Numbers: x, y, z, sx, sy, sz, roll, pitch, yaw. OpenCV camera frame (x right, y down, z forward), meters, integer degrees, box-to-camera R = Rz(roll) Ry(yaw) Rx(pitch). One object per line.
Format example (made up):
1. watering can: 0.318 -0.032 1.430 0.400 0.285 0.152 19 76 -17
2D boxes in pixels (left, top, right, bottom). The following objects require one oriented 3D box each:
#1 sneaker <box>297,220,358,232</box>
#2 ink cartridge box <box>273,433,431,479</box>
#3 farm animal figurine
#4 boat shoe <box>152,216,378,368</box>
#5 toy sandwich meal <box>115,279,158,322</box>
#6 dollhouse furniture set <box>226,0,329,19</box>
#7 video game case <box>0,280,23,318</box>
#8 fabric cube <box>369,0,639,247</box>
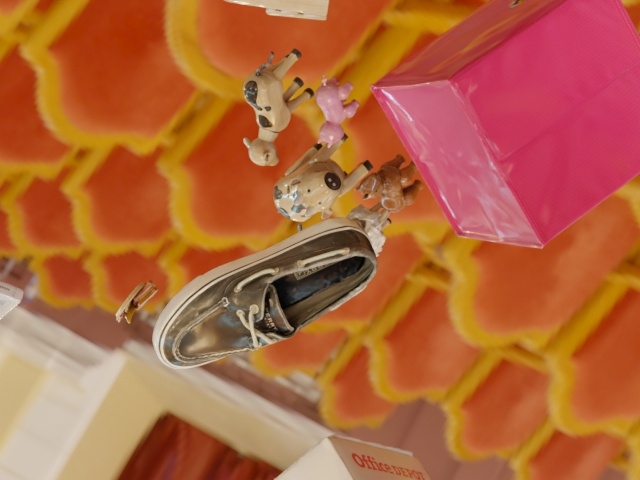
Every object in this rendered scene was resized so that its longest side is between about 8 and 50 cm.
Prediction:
1. sneaker: 0.000 0.000 1.702 0.069 0.098 0.038 47 155 -23
2. ink cartridge box: 0.085 0.368 1.540 0.307 0.129 0.223 58 -164 27
3. farm animal figurine: -0.013 -0.118 2.475 0.330 0.172 0.327 42 157 8
4. boat shoe: -0.051 0.054 1.333 0.078 0.219 0.070 57 -175 -29
5. toy sandwich meal: -0.294 0.100 2.403 0.029 0.086 0.085 38 169 0
6. dollhouse furniture set: -0.063 -0.452 1.625 0.198 0.303 0.286 8 154 -1
7. video game case: -0.481 0.063 1.887 0.173 0.022 0.190 23 154 -20
8. fabric cube: 0.268 -0.171 1.967 0.259 0.258 0.254 59 165 -15
